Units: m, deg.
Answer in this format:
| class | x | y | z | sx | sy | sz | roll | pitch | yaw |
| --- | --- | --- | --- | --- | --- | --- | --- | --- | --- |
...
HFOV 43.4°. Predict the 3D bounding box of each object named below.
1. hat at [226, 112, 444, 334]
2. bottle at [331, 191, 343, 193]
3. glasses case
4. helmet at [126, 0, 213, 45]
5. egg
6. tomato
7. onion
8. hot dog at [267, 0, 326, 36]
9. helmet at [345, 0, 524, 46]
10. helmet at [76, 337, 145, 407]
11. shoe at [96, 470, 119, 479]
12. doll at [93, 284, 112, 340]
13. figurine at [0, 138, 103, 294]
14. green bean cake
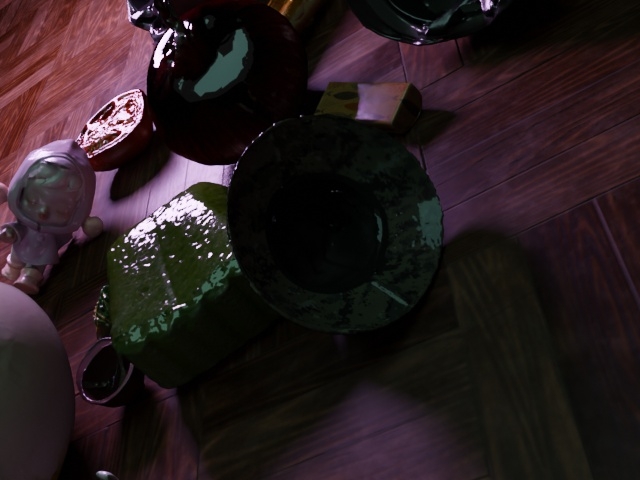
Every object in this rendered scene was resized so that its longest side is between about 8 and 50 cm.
| class | x | y | z | sx | sy | sz | roll | pitch | yaw |
| --- | --- | --- | --- | --- | --- | --- | --- | --- | --- |
| hat | 0.000 | 0.000 | 0.894 | 0.128 | 0.265 | 0.265 | -49 | 18 | 55 |
| bottle | 0.010 | -0.092 | 1.048 | 0.072 | 0.072 | 0.201 | -45 | 36 | -2 |
| glasses case | 0.064 | -0.183 | 1.118 | 0.170 | 0.041 | 0.064 | 14 | 76 | 49 |
| helmet | -0.312 | -0.567 | 1.708 | 0.197 | 0.271 | 0.338 | -22 | 30 | -23 |
| egg | -0.453 | 0.208 | 1.011 | 0.283 | 0.283 | 0.345 | -25 | 43 | 24 |
| tomato | -0.382 | -0.193 | 1.518 | 0.174 | 0.082 | 0.166 | -30 | 42 | 11 |
| onion | -0.162 | -0.253 | 1.217 | 0.273 | 0.285 | 0.273 | -10 | 67 | 25 |
| hot dog | -0.068 | -0.375 | 1.413 | 0.109 | 0.072 | 0.269 | 0 | 52 | 46 |
| helmet | 0.182 | -0.398 | 1.084 | 0.305 | 0.225 | 0.177 | 5 | 29 | 44 |
| helmet | -0.262 | 0.179 | 1.047 | 0.111 | 0.057 | 0.089 | 27 | 77 | 48 |
| shoe | -0.231 | 0.361 | 0.752 | 0.124 | 0.159 | 0.316 | -8 | 46 | 37 |
| doll | -0.304 | 0.099 | 1.153 | 0.113 | 0.076 | 0.078 | -25 | 48 | 26 |
| figurine | -0.480 | -0.043 | 1.401 | 0.276 | 0.200 | 0.133 | -65 | 16 | 12 |
| green bean cake | -0.160 | 0.044 | 1.035 | 0.222 | 0.125 | 0.248 | -37 | 39 | 7 |
